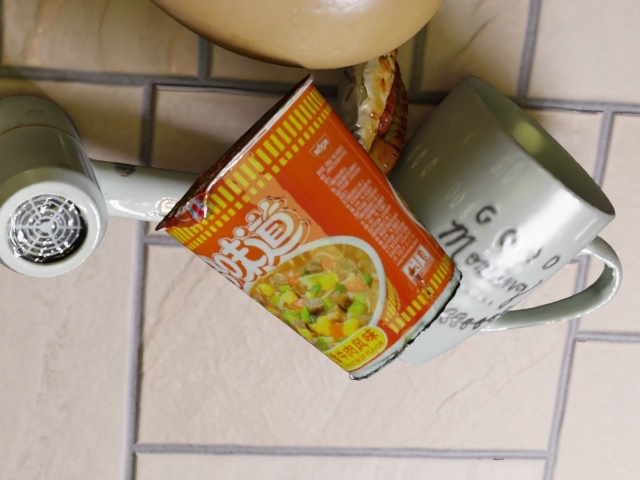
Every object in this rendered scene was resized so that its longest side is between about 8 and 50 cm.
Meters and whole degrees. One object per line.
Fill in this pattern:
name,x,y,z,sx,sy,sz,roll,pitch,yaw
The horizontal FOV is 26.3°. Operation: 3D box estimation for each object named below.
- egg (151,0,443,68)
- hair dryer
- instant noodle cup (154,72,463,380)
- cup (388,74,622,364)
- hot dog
egg,-0.041,-0.304,1.080,0.301,0.301,0.374,-29,119,3
hair dryer,-0.137,-0.037,1.253,0.357,0.173,0.107,5,118,-24
instant noodle cup,0.000,0.000,1.137,0.193,0.193,0.212,-44,97,9
cup,0.157,0.012,1.291,0.258,0.186,0.234,34,110,-21
hot dog,0.047,-0.138,1.232,0.053,0.192,0.099,-8,153,22
